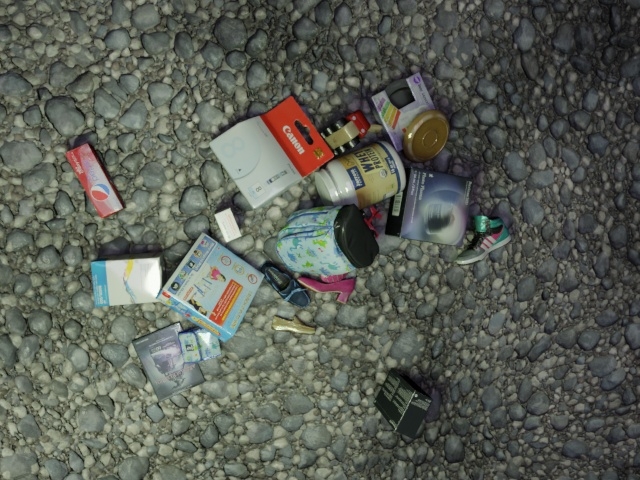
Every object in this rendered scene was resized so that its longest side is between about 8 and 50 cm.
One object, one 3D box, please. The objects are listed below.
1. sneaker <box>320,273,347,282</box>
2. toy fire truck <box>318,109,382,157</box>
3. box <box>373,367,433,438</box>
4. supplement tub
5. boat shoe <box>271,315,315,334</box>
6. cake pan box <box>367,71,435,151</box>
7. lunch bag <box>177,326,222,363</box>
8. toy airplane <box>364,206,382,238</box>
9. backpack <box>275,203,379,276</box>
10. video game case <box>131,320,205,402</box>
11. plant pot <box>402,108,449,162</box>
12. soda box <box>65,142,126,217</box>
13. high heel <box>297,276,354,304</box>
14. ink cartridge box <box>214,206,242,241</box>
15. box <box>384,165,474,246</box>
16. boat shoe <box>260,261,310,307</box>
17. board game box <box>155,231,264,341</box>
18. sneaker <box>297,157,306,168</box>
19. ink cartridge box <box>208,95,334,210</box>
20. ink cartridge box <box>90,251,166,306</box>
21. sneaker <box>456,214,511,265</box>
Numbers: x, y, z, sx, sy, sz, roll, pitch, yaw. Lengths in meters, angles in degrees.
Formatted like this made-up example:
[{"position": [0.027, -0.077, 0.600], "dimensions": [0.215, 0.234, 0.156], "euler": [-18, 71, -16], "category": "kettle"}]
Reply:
[{"position": [0.091, 0.081, 1.936], "dimensions": [0.252, 0.103, 0.111], "euler": [-33, 67, -25], "category": "sneaker"}, {"position": [0.144, -0.446, 1.857], "dimensions": [0.246, 0.217, 0.159], "euler": [-43, 103, -21], "category": "toy fire truck"}, {"position": [0.346, 0.686, 1.973], "dimensions": [0.103, 0.261, 0.185], "euler": [30, 89, -14], "category": "box"}, {"position": [0.156, -0.243, 1.860], "dimensions": [0.316, 0.228, 0.229], "euler": [-24, 100, -10], "category": "supplement tub"}, {"position": [-0.109, 0.351, 1.941], "dimensions": [0.189, 0.068, 0.072], "euler": [10, 81, -14], "category": "boat shoe"}, {"position": [0.357, -0.544, 1.962], "dimensions": [0.245, 0.070, 0.267], "euler": [-29, 101, -11], "category": "cake pan box"}, {"position": [-0.480, 0.409, 1.840], "dimensions": [0.151, 0.096, 0.129], "euler": [-12, 93, -12], "category": "lunch bag"}, {"position": [0.208, -0.084, 1.989], "dimensions": [0.151, 0.028, 0.151], "euler": [-2, 96, -14], "category": "toy airplane"}, {"position": [0.000, 0.000, 1.785], "dimensions": [0.273, 0.355, 0.290], "euler": [-54, 136, -22], "category": "backpack"}, {"position": [-0.606, 0.486, 1.857], "dimensions": [0.195, 0.026, 0.275], "euler": [-22, 99, -10], "category": "video game case"}, {"position": [0.455, -0.432, 1.953], "dimensions": [0.236, 0.032, 0.237], "euler": [-16, 129, -21], "category": "plant pot"}, {"position": [-0.826, -0.218, 1.710], "dimensions": [0.092, 0.083, 0.264], "euler": [-27, 101, -9], "category": "soda box"}, {"position": [0.028, 0.173, 1.950], "dimensions": [0.243, 0.082, 0.117], "euler": [24, 79, -9], "category": "high heel"}, {"position": [-0.355, -0.063, 1.774], "dimensions": [0.067, 0.198, 0.116], "euler": [-24, 100, -10], "category": "ink cartridge box"}, {"position": [0.460, -0.143, 1.966], "dimensions": [0.293, 0.182, 0.297], "euler": [7, 94, -15], "category": "box"}, {"position": [-0.148, 0.196, 1.902], "dimensions": [0.258, 0.089, 0.109], "euler": [36, 87, -13], "category": "boat shoe"}, {"position": [-0.406, 0.172, 1.753], "dimensions": [0.301, 0.086, 0.308], "euler": [37, 45, -13], "category": "board game box"}, {"position": [-0.107, -0.305, 1.870], "dimensions": [0.209, 0.082, 0.069], "euler": [-15, 100, -10], "category": "sneaker"}, {"position": [-0.186, -0.347, 1.796], "dimensions": [0.384, 0.091, 0.308], "euler": [-35, 87, -2], "category": "ink cartridge box"}, {"position": [-0.704, 0.140, 1.726], "dimensions": [0.232, 0.171, 0.169], "euler": [-3, 96, -12], "category": "ink cartridge box"}, {"position": [0.707, -0.023, 2.059], "dimensions": [0.295, 0.123, 0.179], "euler": [-29, 106, -17], "category": "sneaker"}]
